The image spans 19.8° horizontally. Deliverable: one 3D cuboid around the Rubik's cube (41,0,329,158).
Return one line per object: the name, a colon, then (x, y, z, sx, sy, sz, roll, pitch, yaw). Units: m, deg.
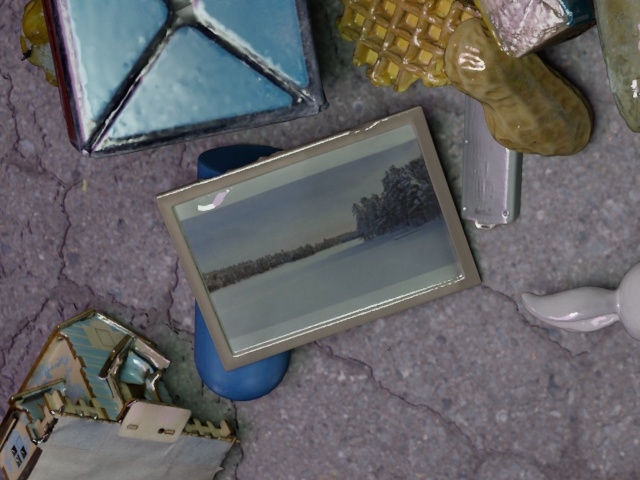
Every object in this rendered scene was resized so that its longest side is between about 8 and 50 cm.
Rubik's cube: (-0.147, -0.232, 1.838, 0.260, 0.255, 0.259, -13, 99, -9)

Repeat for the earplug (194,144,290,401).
earplug: (-0.078, 0.045, 1.985, 0.132, 0.132, 0.273, 14, 109, 22)

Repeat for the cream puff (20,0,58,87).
cream puff: (-0.253, -0.239, 2.017, 0.156, 0.156, 0.121, 67, 159, 0)

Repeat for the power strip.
power strip: (0.177, -0.136, 1.879, 0.060, 0.027, 0.253, 7, 103, 25)

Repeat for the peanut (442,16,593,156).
peanut: (0.191, -0.147, 1.803, 0.194, 0.083, 0.093, 34, 120, -28)

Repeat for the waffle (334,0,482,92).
waffle: (0.094, -0.233, 1.871, 0.192, 0.046, 0.161, -8, 94, 38)

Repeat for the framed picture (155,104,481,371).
framed picture: (0.000, 0.000, 1.899, 0.289, 0.016, 0.213, -19, 112, 4)

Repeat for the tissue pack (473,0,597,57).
tissue pack: (0.212, -0.248, 1.762, 0.082, 0.169, 0.120, -29, 89, 30)

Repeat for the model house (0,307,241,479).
model house: (-0.247, 0.180, 2.061, 0.178, 0.271, 0.206, -61, 38, 24)

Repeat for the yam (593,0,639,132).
yam: (0.307, -0.260, 1.706, 0.133, 0.133, 0.330, -7, 86, 26)

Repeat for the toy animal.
toy animal: (0.318, 0.072, 1.813, 0.221, 0.104, 0.131, -23, 91, 27)
